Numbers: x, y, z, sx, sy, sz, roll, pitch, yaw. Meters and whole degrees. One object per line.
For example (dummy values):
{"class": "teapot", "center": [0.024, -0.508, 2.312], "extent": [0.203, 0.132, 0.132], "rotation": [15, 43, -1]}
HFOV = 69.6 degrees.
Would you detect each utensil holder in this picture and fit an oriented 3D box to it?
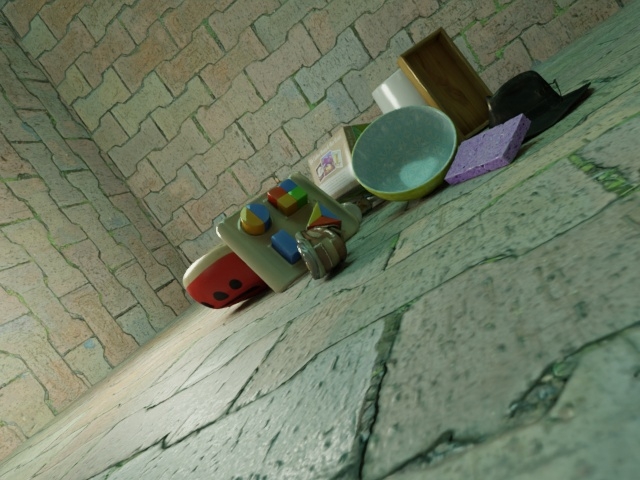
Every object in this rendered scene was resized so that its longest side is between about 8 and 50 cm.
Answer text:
{"class": "utensil holder", "center": [0.449, -0.562, 1.991], "extent": [0.327, 0.385, 0.327], "rotation": [-36, 6, 4]}

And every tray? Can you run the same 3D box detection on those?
{"class": "tray", "center": [0.501, -0.594, 1.782], "extent": [0.203, 0.411, 0.076], "rotation": [-36, -2, -4]}

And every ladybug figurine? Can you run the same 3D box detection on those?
{"class": "ladybug figurine", "center": [-0.285, 0.112, 1.604], "extent": [0.449, 0.162, 0.305], "rotation": [-33, -21, 26]}

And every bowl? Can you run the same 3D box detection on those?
{"class": "bowl", "center": [0.248, -0.215, 1.287], "extent": [0.289, 0.289, 0.156], "rotation": [-35, -36, 8]}

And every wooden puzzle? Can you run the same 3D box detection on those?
{"class": "wooden puzzle", "center": [-0.103, -0.052, 1.432], "extent": [0.348, 0.322, 0.080], "rotation": [-40, -26, -21]}

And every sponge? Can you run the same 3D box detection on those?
{"class": "sponge", "center": [0.371, -0.200, 1.043], "extent": [0.117, 0.031, 0.210], "rotation": [-60, 14, -15]}

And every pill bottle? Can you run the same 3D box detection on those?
{"class": "pill bottle", "center": [0.076, -0.074, 1.653], "extent": [0.086, 0.086, 0.152], "rotation": [-39, 6, -30]}

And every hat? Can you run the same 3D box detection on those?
{"class": "hat", "center": [0.493, -0.337, 1.151], "extent": [0.331, 0.134, 0.331], "rotation": [-34, 6, 4]}

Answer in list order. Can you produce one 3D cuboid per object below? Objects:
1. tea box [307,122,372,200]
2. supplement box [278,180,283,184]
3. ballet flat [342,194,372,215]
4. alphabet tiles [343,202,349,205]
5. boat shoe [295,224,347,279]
{"class": "tea box", "center": [0.174, -0.294, 1.775], "extent": [0.323, 0.220, 0.329], "rotation": [-14, -5, -26]}
{"class": "supplement box", "center": [-0.132, -0.075, 1.678], "extent": [0.129, 0.191, 0.194], "rotation": [-57, 7, -36]}
{"class": "ballet flat", "center": [0.090, -0.092, 1.772], "extent": [0.241, 0.077, 0.091], "rotation": [-35, 8, 8]}
{"class": "alphabet tiles", "center": [0.134, -0.163, 2.070], "extent": [0.278, 0.021, 0.284], "rotation": [-38, -7, -25]}
{"class": "boat shoe", "center": [0.011, 0.018, 1.193], "extent": [0.116, 0.123, 0.324], "rotation": [-28, 12, 0]}
